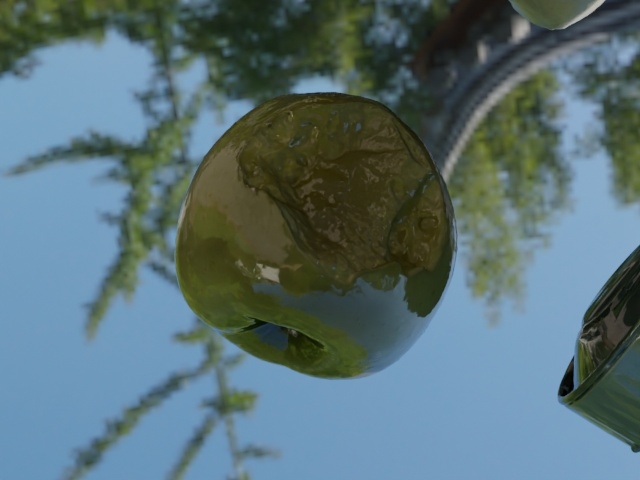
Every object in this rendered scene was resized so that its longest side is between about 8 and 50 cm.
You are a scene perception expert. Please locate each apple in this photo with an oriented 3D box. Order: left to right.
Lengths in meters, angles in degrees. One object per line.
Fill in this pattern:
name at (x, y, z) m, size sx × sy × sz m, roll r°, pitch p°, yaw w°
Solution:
apple at (0.000, 0.000, 1.638) m, size 0.279 × 0.279 × 0.279 m, roll -7°, pitch -156°, yaw 3°

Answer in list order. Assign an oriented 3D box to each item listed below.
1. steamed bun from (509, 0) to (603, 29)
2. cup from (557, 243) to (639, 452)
steamed bun at (0.296, -0.394, 2.316) m, size 0.170 × 0.225 × 0.200 m, roll -52°, pitch -170°, yaw 9°
cup at (0.462, 0.126, 1.652) m, size 0.392 × 0.310 × 0.401 m, roll 35°, pitch 178°, yaw 3°
